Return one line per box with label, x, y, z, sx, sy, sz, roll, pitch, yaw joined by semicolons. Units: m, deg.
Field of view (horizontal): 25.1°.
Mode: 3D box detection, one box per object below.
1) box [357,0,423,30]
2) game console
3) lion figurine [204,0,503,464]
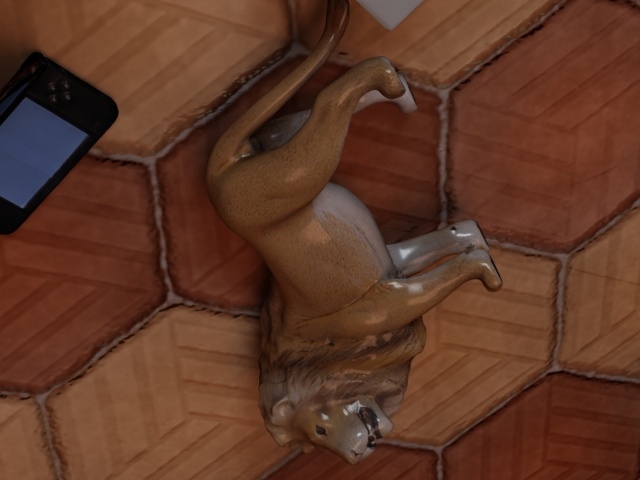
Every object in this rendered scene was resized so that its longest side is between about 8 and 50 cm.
box;0.034;-0.224;0.999;0.087;0.101;0.102;-43;130;14
game console;-0.225;-0.055;1.036;0.144;0.085;0.124;-45;131;16
lion figurine;0.000;0.000;1.170;0.240;0.142;0.392;-25;120;7
